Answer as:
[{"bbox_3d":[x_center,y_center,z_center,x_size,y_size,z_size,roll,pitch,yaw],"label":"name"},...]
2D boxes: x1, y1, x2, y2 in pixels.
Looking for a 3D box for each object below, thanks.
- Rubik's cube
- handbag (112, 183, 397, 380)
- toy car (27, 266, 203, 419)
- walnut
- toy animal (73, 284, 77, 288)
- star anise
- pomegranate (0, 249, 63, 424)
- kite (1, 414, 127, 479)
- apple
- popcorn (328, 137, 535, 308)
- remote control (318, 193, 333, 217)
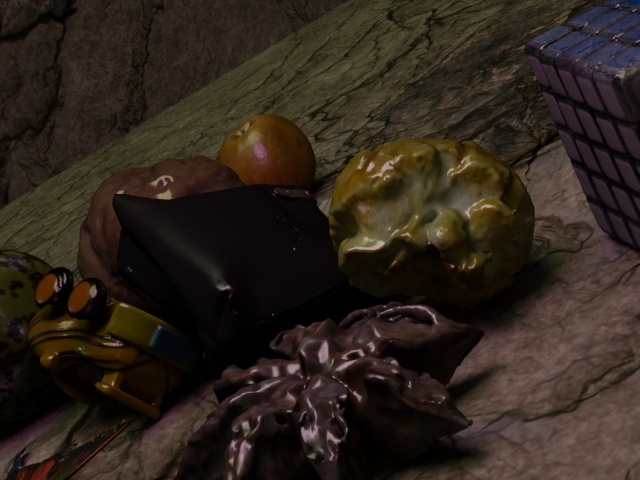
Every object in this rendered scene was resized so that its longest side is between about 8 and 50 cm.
[{"bbox_3d":[0.372,-0.129,1.063,0.237,0.238,0.237,-30,17,-1],"label":"Rubik's cube"},{"bbox_3d":[-0.072,0.023,1.351,0.288,0.152,0.342,-15,33,-29],"label":"handbag"},{"bbox_3d":[-0.271,0.140,1.406,0.247,0.200,0.142,9,70,49],"label":"toy car"},{"bbox_3d":[-0.218,-0.001,1.598,0.227,0.273,0.273,26,42,15],"label":"walnut"},{"bbox_3d":[-0.473,0.138,1.885,0.181,0.073,0.136,-41,10,1],"label":"toy animal"},{"bbox_3d":[0.002,0.152,1.049,0.331,0.118,0.332,-24,14,6],"label":"star anise"},{"bbox_3d":[-0.467,0.131,1.556,0.254,0.270,0.254,-16,60,28],"label":"pomegranate"},{"bbox_3d":[-0.381,0.310,1.348,0.321,0.016,0.234,-26,18,9],"label":"kite"},{"bbox_3d":[-0.095,-0.129,1.882,0.182,0.155,0.182,-23,20,9],"label":"apple"},{"bbox_3d":[0.119,-0.019,1.199,0.221,0.204,0.184,5,67,10],"label":"popcorn"},{"bbox_3d":[0.001,0.001,1.545,0.090,0.049,0.230,-35,14,28],"label":"remote control"}]
